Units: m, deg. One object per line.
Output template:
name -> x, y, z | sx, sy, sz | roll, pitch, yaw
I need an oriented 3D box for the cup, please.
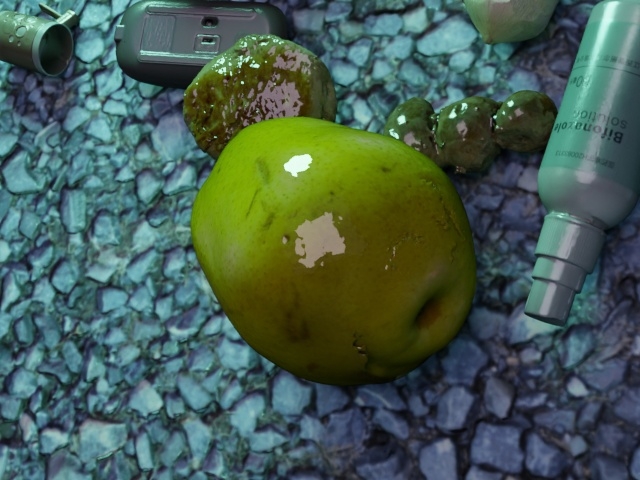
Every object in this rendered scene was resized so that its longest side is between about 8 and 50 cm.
cup -> -0.391, -0.282, 1.583 | 0.099, 0.074, 0.102 | 18, 83, 24

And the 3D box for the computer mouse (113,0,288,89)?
computer mouse -> -0.151, -0.252, 1.495 | 0.232, 0.057, 0.120 | 5, 80, 16

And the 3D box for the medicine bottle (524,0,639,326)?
medicine bottle -> 0.295, -0.080, 1.255 | 0.110, 0.110, 0.352 | 16, 82, 23

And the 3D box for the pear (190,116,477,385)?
pear -> 0.012, 0.002, 1.270 | 0.285, 0.285, 0.336 | -41, 37, 6

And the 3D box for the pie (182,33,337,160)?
pie -> -0.077, -0.165, 1.414 | 0.193, 0.079, 0.163 | -19, 86, 19

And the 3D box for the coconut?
coconut -> 0.217, -0.281, 1.342 | 0.110, 0.110, 0.124 | 26, 80, 24

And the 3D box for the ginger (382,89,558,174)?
ginger -> 0.170, -0.126, 1.331 | 0.204, 0.080, 0.104 | -4, 62, 22
